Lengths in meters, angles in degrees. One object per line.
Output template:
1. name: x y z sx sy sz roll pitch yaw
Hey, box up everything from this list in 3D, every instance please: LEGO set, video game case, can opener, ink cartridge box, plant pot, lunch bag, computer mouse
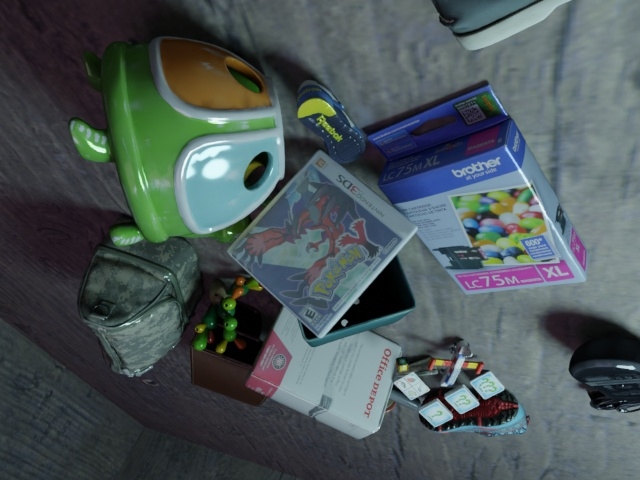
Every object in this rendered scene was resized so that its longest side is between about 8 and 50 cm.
1. LEGO set: 0.262 0.303 1.052 0.183 0.060 0.244 -33 120 15
2. video game case: 0.000 0.000 0.702 0.183 0.201 0.023 41 177 14
3. can opener: 0.121 0.322 1.233 0.281 0.074 0.093 24 180 3
4. ink cartridge box: 0.211 -0.044 0.683 0.186 0.065 0.311 -14 129 42
5. ink cartridge box: 0.008 0.274 1.099 0.283 0.207 0.117 27 147 -3
6. plant pot: 0.033 0.083 0.828 0.166 0.165 0.234 -16 160 -6
7. lunch bag: -0.410 0.143 1.137 0.213 0.256 0.305 22 146 5
8. computer mouse: 0.510 0.221 0.853 0.189 0.072 0.272 -18 140 42

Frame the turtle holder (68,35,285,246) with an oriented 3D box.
1. turtle holder: -0.165 -0.101 0.669 0.228 0.243 0.320 -10 117 -10

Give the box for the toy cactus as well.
1. toy cactus: -0.203 0.143 1.121 0.112 0.218 0.180 28 -170 -32

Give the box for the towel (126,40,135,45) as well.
1. towel: -0.246 -0.215 0.764 0.152 0.023 0.113 39 144 -21

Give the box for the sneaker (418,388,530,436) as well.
1. sneaker: 0.354 0.420 1.178 0.262 0.104 0.125 -15 132 43

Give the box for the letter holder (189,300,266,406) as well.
1. letter holder: -0.210 0.302 1.324 0.215 0.152 0.301 21 146 1

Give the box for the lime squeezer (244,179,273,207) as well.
1. lime squeezer: -0.164 -0.078 0.888 0.311 0.058 0.110 4 171 25

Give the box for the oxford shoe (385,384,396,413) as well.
1. oxford shoe: 0.024 0.391 1.327 0.349 0.122 0.130 17 150 13

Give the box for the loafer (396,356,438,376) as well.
1. loafer: 0.216 0.290 1.151 0.045 0.039 0.125 5 162 -34

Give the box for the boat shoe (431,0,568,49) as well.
1. boat shoe: 0.205 -0.253 0.358 0.099 0.116 0.320 38 149 -25

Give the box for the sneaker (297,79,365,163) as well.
1. sneaker: 0.016 -0.155 0.665 0.053 0.059 0.144 -26 145 15
